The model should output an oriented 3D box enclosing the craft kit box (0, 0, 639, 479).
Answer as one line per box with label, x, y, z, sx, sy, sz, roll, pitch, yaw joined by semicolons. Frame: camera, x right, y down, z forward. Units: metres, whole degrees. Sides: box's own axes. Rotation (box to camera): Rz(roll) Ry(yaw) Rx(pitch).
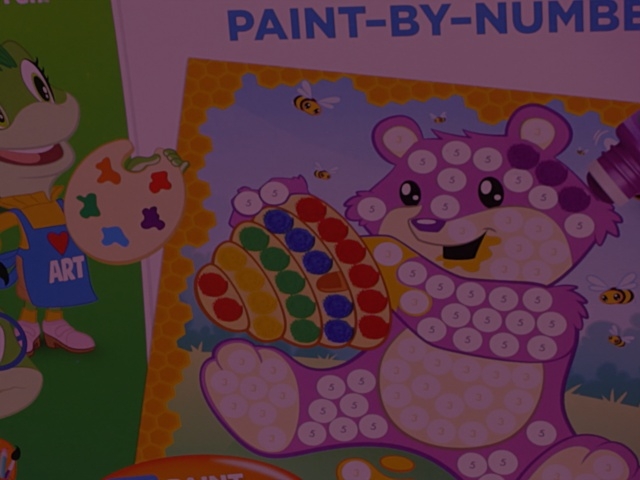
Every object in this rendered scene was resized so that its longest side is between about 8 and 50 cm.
craft kit box;0.000;0.000;0.433;0.250;0.061;0.246;-1;107;11
